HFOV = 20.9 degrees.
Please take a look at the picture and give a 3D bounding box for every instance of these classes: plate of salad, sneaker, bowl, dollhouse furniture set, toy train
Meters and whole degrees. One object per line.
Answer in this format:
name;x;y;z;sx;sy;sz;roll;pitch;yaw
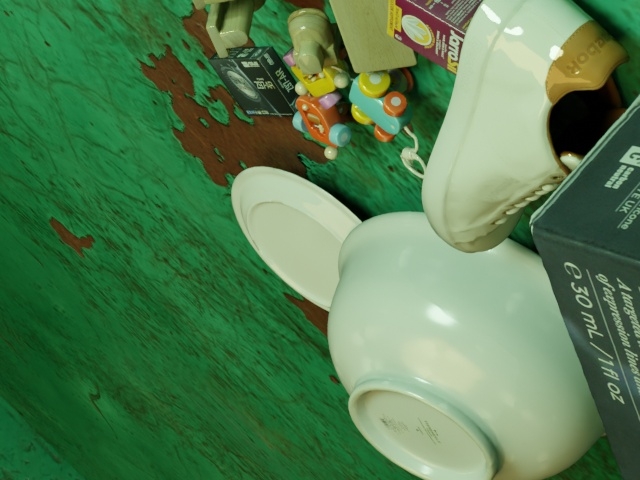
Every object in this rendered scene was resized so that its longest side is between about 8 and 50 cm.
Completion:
plate of salad;0.000;0.000;1.652;0.200;0.048;0.200;32;152;19
sneaker;0.151;-0.058;1.245;0.123;0.106;0.290;38;155;19
bowl;0.117;0.122;1.516;0.298;0.134;0.298;25;149;16
dollhouse furniture set;-0.011;-0.217;1.337;0.151;0.123;0.144;-7;136;15
toy train;0.033;-0.112;1.424;0.166;0.046;0.125;22;150;46

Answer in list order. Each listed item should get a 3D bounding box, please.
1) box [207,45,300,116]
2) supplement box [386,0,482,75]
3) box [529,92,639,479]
box;-0.055;-0.141;1.542;0.083;0.018;0.067;8;139;54
supplement box;0.092;-0.158;1.251;0.083;0.043;0.055;33;153;20
box;0.365;0.075;1.006;0.395;0.212;0.293;19;146;42
